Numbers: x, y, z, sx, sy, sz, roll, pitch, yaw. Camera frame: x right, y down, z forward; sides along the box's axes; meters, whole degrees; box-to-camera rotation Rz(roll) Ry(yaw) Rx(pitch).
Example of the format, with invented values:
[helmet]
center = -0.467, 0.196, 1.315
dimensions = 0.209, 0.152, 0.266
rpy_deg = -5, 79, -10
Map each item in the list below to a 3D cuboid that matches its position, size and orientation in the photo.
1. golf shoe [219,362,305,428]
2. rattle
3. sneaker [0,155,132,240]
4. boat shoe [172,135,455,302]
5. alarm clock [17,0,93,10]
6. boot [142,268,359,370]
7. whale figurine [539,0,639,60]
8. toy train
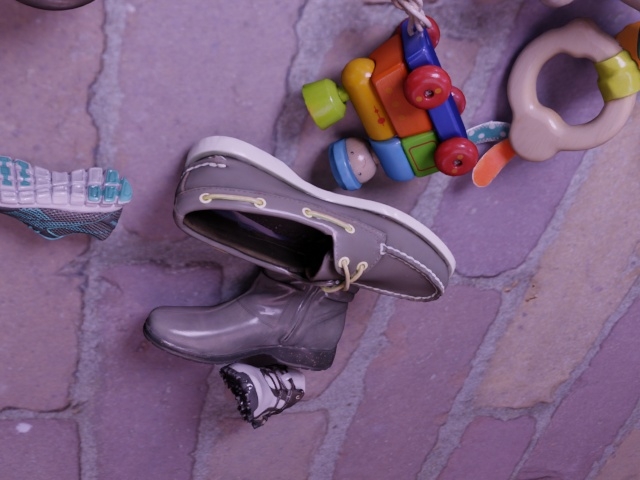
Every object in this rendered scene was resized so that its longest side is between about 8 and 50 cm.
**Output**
[golf shoe]
center = -0.067, 0.177, 0.922
dimensions = 0.094, 0.077, 0.198
rpy_deg = -27, 166, -7
[rattle]
center = 0.250, -0.149, 0.791
dimensions = 0.130, 0.143, 0.200
rpy_deg = 34, 136, -2
[sneaker]
center = -0.269, -0.031, 0.714
dimensions = 0.166, 0.065, 0.076
rpy_deg = 7, 131, -21
[boat shoe]
center = -0.002, 0.002, 0.750
dimensions = 0.305, 0.091, 0.109
rpy_deg = 24, 140, -15
[alarm clock]
center = -0.177, -0.235, 0.530
dimensions = 0.192, 0.064, 0.129
rpy_deg = -28, 133, -41
[boot]
center = -0.069, 0.057, 0.856
dimensions = 0.246, 0.083, 0.161
rpy_deg = 8, 115, -23
[whale figurine]
center = 0.269, -0.271, 0.613
dimensions = 0.216, 0.141, 0.272
rpy_deg = -32, 132, 18
[toy train]
center = 0.045, -0.151, 0.689
dimensions = 0.143, 0.105, 0.248
rpy_deg = -18, 134, 17
